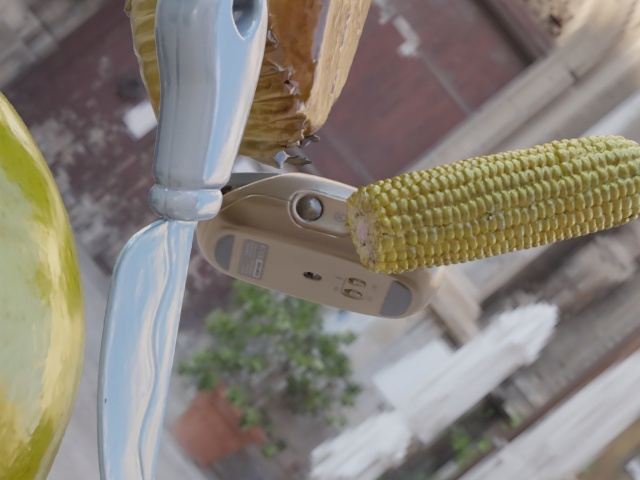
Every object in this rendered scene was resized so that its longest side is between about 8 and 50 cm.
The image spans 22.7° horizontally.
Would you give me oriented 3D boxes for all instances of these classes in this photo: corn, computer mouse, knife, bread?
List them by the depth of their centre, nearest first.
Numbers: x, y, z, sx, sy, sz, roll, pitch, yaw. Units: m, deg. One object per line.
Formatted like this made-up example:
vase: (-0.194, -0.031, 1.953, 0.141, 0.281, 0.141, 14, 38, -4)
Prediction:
knife: (-0.086, 0.011, 0.854, 0.044, 0.331, 0.080, 12, 2, 26)
corn: (0.146, -0.030, 1.253, 0.081, 0.248, 0.081, 169, -90, -80)
bread: (-0.027, -0.248, 1.329, 0.183, 0.389, 0.236, 3, -24, 19)
computer mouse: (0.000, 0.000, 1.470, 0.236, 0.082, 0.145, 16, -26, 2)

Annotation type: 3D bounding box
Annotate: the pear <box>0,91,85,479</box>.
pear: (-0.342, 0.050, 1.112, 0.362, 0.362, 0.418, -146, -130, -79)
